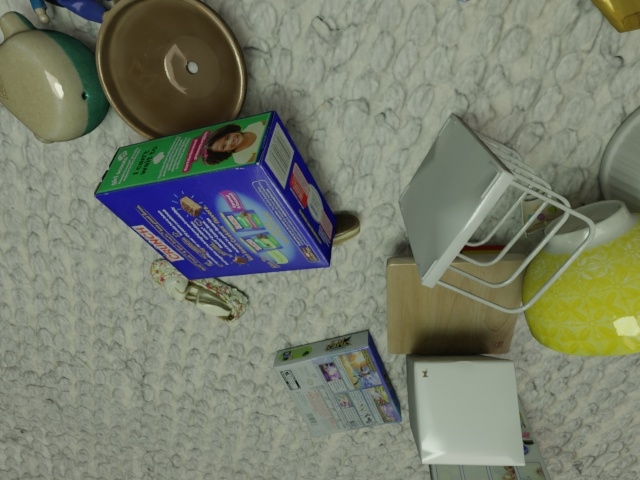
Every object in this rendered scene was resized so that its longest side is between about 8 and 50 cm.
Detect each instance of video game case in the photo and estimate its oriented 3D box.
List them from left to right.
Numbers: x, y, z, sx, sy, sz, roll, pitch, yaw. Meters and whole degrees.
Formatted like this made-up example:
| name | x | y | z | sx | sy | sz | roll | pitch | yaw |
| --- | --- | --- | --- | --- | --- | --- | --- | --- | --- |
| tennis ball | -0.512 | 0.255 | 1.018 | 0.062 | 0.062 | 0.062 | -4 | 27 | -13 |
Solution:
| name | x | y | z | sx | sy | sz | roll | pitch | yaw |
| --- | --- | --- | --- | --- | --- | --- | --- | --- | --- |
| video game case | 0.048 | 0.366 | 1.073 | 0.244 | 0.061 | 0.270 | -16 | 116 | 16 |

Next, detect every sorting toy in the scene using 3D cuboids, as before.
| name | x | y | z | sx | sy | sz | roll | pitch | yaw |
| --- | --- | --- | --- | --- | --- | --- | --- | --- | --- |
| sorting toy | 0.264 | 0.117 | 0.885 | 0.255 | 0.089 | 0.257 | -2 | 127 | 7 |
| sorting toy | 0.416 | -0.058 | 0.812 | 0.083 | 0.045 | 0.075 | -22 | 107 | 18 |

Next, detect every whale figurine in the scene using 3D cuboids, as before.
| name | x | y | z | sx | sy | sz | roll | pitch | yaw |
| --- | --- | --- | --- | --- | --- | --- | --- | --- | --- |
| whale figurine | -0.485 | -0.281 | 0.749 | 0.271 | 0.141 | 0.216 | 19 | 126 | 24 |

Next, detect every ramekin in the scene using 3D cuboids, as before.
| name | x | y | z | sx | sy | sz | roll | pitch | yaw |
| --- | --- | --- | --- | --- | --- | --- | --- | --- | --- |
| ramekin | 0.633 | -0.115 | 0.705 | 0.272 | 0.127 | 0.273 | 3 | 120 | 5 |

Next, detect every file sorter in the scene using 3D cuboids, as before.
| name | x | y | z | sx | sy | sz | roll | pitch | yaw |
| --- | --- | --- | --- | --- | --- | --- | --- | --- | --- |
| file sorter | 0.263 | -0.050 | 0.700 | 0.173 | 0.278 | 0.193 | 22 | 119 | -11 |

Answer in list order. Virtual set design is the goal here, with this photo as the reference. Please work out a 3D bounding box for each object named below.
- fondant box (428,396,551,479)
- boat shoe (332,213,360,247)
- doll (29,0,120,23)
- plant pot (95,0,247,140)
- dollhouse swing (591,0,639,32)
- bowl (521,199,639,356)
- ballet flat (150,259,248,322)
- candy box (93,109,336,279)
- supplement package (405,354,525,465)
| name | x | y | z | sx | sy | sz | roll | pitch | yaw |
| --- | --- | --- | --- | --- | --- | --- | --- | --- | --- |
| fondant box | 0.369 | 0.511 | 0.964 | 0.238 | 0.330 | 0.096 | -5 | 120 | 9 |
| boat shoe | 0.000 | 0.000 | 0.880 | 0.189 | 0.068 | 0.072 | -13 | 129 | 24 |
| doll | -0.424 | -0.413 | 0.695 | 0.188 | 0.046 | 0.129 | 25 | 98 | -5 |
| plant pot | -0.232 | -0.283 | 0.714 | 0.237 | 0.110 | 0.238 | 2 | 120 | 4 |
| dollhouse swing | 0.445 | -0.421 | 0.441 | 0.315 | 0.347 | 0.305 | -21 | 104 | 17 |
| bowl | 0.438 | 0.032 | 0.666 | 0.289 | 0.289 | 0.156 | -28 | 96 | 19 |
| ballet flat | -0.277 | 0.115 | 0.959 | 0.240 | 0.077 | 0.091 | 23 | 120 | -6 |
| candy box | -0.167 | -0.055 | 0.743 | 0.317 | 0.122 | 0.268 | -7 | 142 | 22 |
| supplement package | 0.273 | 0.326 | 0.873 | 0.177 | 0.293 | 0.176 | -3 | 77 | 8 |
